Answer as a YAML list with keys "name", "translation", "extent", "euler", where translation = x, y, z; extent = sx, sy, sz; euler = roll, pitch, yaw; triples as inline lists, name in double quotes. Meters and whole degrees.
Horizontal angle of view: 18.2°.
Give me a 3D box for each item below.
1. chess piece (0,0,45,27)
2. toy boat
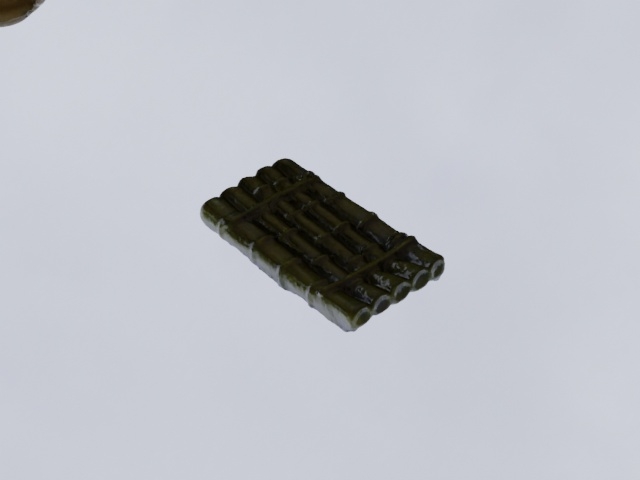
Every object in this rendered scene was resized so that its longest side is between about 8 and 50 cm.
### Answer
- name: "chess piece"
  translation: [-0.131, -0.132, 0.839]
  extent: [0.066, 0.066, 0.122]
  euler: [17, -153, -12]
- name: "toy boat"
  translation: [0.000, 0.000, 0.952]
  extent: [0.063, 0.016, 0.115]
  euler: [-31, -133, -29]
